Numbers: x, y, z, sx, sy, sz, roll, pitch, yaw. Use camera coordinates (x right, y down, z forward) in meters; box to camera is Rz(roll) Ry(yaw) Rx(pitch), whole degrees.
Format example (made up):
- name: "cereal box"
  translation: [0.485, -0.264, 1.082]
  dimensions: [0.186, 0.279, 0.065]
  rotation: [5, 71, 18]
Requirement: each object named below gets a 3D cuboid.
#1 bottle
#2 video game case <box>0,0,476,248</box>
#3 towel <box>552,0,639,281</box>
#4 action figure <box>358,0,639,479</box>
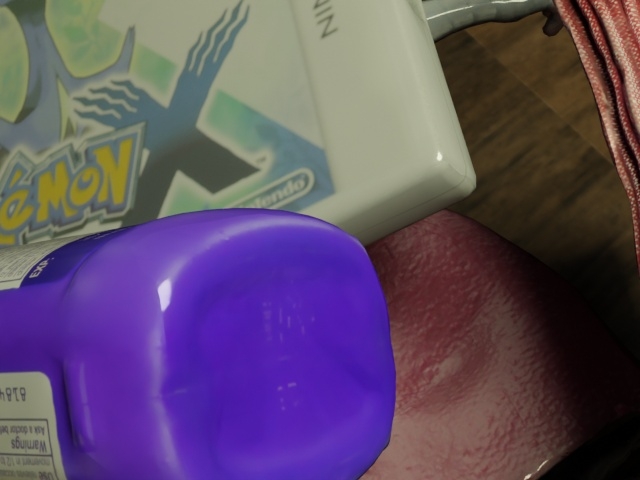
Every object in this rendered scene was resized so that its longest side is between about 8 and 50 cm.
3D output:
- name: "bottle"
  translation: [-0.113, 0.048, 0.432]
  dimensions: [0.118, 0.283, 0.092]
  rotation: [-8, 90, -51]
- name: "video game case"
  translation: [-0.113, -0.083, 0.580]
  dimensions: [0.036, 0.329, 0.299]
  rotation: [33, 38, -52]
- name: "towel"
  translation: [0.155, 0.010, 0.538]
  dimensions: [0.037, 0.329, 0.237]
  rotation: [-16, 65, 16]
- name: "action figure"
  translation: [0.000, 0.000, 0.624]
  dimensions: [0.276, 0.248, 0.370]
  rotation: [-39, 80, -18]
